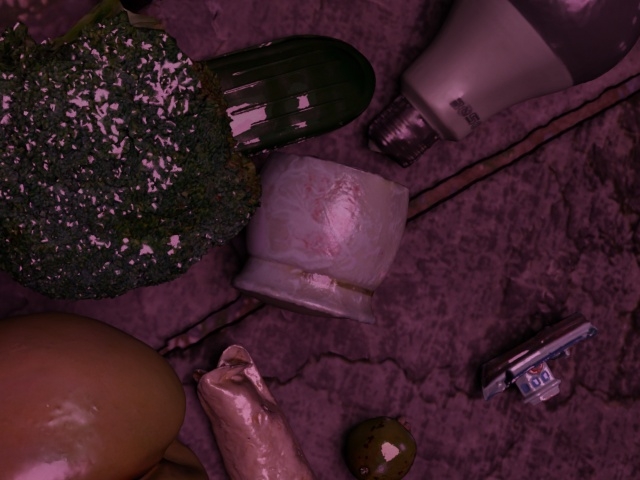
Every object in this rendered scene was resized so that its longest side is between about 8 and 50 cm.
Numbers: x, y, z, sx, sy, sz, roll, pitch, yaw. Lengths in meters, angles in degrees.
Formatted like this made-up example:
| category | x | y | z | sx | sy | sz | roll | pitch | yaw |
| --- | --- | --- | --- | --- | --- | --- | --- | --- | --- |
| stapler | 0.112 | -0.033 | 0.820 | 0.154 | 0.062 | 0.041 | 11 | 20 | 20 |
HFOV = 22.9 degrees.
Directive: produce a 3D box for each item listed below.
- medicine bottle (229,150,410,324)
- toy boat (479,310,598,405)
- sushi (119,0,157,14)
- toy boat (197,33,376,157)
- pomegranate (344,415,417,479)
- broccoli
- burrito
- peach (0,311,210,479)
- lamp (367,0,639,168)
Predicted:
| category | x | y | z | sx | sy | sz | roll | pitch | yaw |
| --- | --- | --- | --- | --- | --- | --- | --- | --- | --- |
| medicine bottle | 0.000 | 0.000 | 1.476 | 0.147 | 0.147 | 0.143 | 16 | 89 | -21 |
| toy boat | 0.224 | 0.128 | 1.612 | 0.140 | 0.059 | 0.066 | -28 | 84 | -16 |
| sushi | -0.147 | -0.278 | 1.443 | 0.078 | 0.090 | 0.150 | 44 | 75 | -20 |
| toy boat | -0.041 | -0.139 | 1.507 | 0.210 | 0.052 | 0.104 | -18 | 81 | -21 |
| pomegranate | 0.059 | 0.206 | 1.554 | 0.073 | 0.084 | 0.073 | 1 | 93 | 9 |
| broccoli | -0.194 | -0.088 | 1.357 | 0.308 | 0.308 | 0.275 | 30 | 56 | -19 |
| burrito | -0.055 | 0.205 | 1.507 | 0.087 | 0.060 | 0.226 | -28 | 102 | -23 |
| peach | -0.239 | 0.209 | 1.345 | 0.292 | 0.247 | 0.292 | -2 | 115 | -4 |
| lamp | 0.194 | -0.186 | 1.554 | 0.182 | 0.182 | 0.314 | 30 | 101 | -19 |
